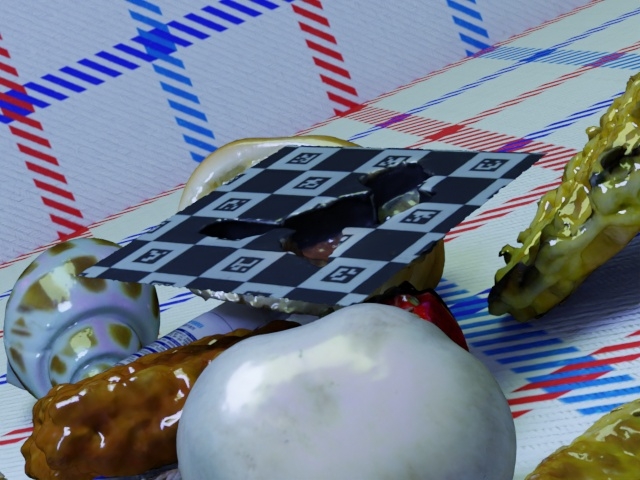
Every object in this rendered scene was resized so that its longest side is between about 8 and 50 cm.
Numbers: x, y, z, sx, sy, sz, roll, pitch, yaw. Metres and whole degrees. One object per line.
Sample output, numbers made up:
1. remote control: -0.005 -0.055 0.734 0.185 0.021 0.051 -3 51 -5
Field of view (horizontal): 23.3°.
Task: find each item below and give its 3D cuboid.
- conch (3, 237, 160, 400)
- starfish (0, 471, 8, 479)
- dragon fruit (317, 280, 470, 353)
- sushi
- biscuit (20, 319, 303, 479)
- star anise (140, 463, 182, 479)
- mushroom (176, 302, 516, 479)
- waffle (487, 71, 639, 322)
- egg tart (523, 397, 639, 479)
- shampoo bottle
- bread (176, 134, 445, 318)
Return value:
1. conch: -0.316 0.122 2.006 0.249 0.197 0.368 -59 6 20
2. starfish: -0.400 0.260 1.614 0.301 0.084 0.293 14 -11 -38
3. dragon fruit: 0.051 0.132 1.409 0.172 0.160 0.166 -32 -13 14
4. sushi: 0.000 0.000 1.566 0.359 0.064 0.343 5 29 39
5. biscuit: -0.152 0.167 1.597 0.318 0.110 0.312 -16 -2 -15
6. star anise: -0.106 0.227 1.428 0.208 0.063 0.172 -24 -9 -6
7. mushroom: 0.019 0.179 1.235 0.260 0.234 0.254 20 63 13
8. waffle: 0.316 -0.080 1.655 0.382 0.095 0.379 -52 2 32
9. egg tart: 0.260 0.177 0.972 0.295 0.116 0.295 -19 12 4
10. shampoo bottle: -0.159 0.148 1.844 0.303 0.092 0.092 -31 15 -31
11. bread: -0.002 -0.024 1.864 0.316 0.211 0.270 12 8 27
